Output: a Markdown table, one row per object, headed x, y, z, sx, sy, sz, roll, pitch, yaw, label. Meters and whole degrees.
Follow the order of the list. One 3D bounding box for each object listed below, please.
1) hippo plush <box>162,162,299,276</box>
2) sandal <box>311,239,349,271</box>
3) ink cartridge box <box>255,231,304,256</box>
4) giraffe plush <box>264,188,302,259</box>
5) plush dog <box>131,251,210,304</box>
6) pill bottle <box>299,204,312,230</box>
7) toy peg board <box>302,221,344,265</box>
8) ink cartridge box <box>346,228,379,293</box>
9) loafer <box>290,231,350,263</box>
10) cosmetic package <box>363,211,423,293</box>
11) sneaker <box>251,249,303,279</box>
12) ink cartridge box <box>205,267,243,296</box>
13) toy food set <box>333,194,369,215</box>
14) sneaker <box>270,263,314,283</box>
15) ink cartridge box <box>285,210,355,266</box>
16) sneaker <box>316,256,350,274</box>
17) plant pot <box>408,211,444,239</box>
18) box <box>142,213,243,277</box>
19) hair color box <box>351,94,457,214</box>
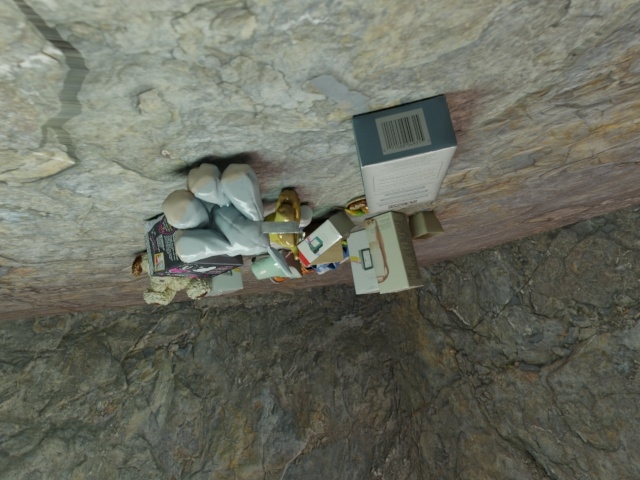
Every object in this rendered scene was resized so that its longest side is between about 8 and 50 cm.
| x | y | z | sx | sy | sz | roll | pitch | yaw | label |
| --- | --- | --- | --- | --- | --- | --- | --- | --- | --- |
| -0.205 | -0.077 | 1.018 | 0.294 | 0.234 | 0.236 | 7 | -164 | -12 | hippo plush |
| 0.051 | 0.073 | 1.993 | 0.317 | 0.138 | 0.126 | -3 | 164 | -41 | sandal |
| -0.155 | -0.011 | 1.522 | 0.148 | 0.086 | 0.203 | -7 | 168 | -17 | ink cartridge box |
| -0.146 | -0.041 | 1.223 | 0.170 | 0.181 | 0.210 | 0 | 152 | 4 | giraffe plush |
| -0.553 | 0.103 | 1.579 | 0.262 | 0.211 | 0.225 | -9 | 149 | 11 | plush dog |
| -0.067 | -0.070 | 1.367 | 0.067 | 0.067 | 0.120 | -6 | 168 | -22 | pill bottle |
| 0.000 | 0.000 | 1.629 | 0.161 | 0.161 | 0.079 | -7 | -158 | 6 | toy peg board |
| 0.260 | 0.086 | 1.904 | 0.197 | 0.270 | 0.198 | -15 | 167 | 29 | ink cartridge box |
| -0.006 | 0.025 | 1.760 | 0.319 | 0.111 | 0.112 | -21 | 163 | 41 | loafer |
| 0.285 | 0.050 | 1.682 | 0.129 | 0.296 | 0.153 | -19 | 165 | 32 | cosmetic package |
| -0.165 | 0.102 | 1.621 | 0.151 | 0.094 | 0.256 | -18 | 161 | 13 | sneaker |
| -0.403 | 0.127 | 1.742 | 0.127 | 0.176 | 0.128 | -3 | 166 | -32 | ink cartridge box |
| 0.147 | -0.115 | 1.412 | 0.192 | 0.038 | 0.132 | -21 | 164 | 41 | toy food set |
| -0.136 | 0.130 | 2.193 | 0.180 | 0.125 | 0.321 | -20 | 177 | 22 | sneaker |
| -0.002 | 0.004 | 1.487 | 0.231 | 0.078 | 0.134 | -40 | 178 | 31 | ink cartridge box |
| 0.071 | 0.074 | 2.133 | 0.258 | 0.091 | 0.094 | -29 | -174 | -36 | sneaker |
| 0.423 | -0.062 | 1.769 | 0.109 | 0.096 | 0.109 | -4 | 166 | -34 | plant pot |
| -0.366 | 0.013 | 1.266 | 0.142 | 0.163 | 0.247 | -20 | 166 | 25 | box |
| 0.184 | -0.173 | 0.990 | 0.185 | 0.114 | 0.374 | -12 | 168 | 7 | hair color box |
